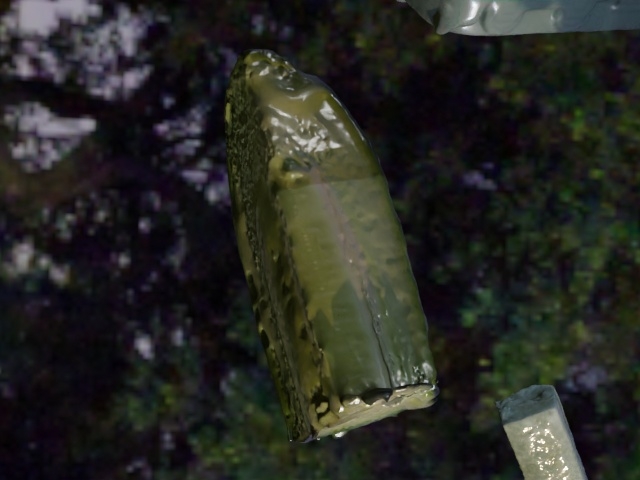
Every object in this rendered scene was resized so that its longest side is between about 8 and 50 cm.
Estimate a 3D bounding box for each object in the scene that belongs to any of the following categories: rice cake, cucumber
[{"bbox_3d":[0.090,0.105,0.518,0.021,0.022,0.121,-78,149,-66],"label":"rice cake"},{"bbox_3d":[0.001,0.001,1.208,0.145,0.105,0.325,-51,-128,56],"label":"cucumber"}]

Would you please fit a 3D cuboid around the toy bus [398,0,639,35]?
[{"bbox_3d":[0.200,-0.254,0.976,0.183,0.343,0.199,53,-40,45],"label":"toy bus"}]
